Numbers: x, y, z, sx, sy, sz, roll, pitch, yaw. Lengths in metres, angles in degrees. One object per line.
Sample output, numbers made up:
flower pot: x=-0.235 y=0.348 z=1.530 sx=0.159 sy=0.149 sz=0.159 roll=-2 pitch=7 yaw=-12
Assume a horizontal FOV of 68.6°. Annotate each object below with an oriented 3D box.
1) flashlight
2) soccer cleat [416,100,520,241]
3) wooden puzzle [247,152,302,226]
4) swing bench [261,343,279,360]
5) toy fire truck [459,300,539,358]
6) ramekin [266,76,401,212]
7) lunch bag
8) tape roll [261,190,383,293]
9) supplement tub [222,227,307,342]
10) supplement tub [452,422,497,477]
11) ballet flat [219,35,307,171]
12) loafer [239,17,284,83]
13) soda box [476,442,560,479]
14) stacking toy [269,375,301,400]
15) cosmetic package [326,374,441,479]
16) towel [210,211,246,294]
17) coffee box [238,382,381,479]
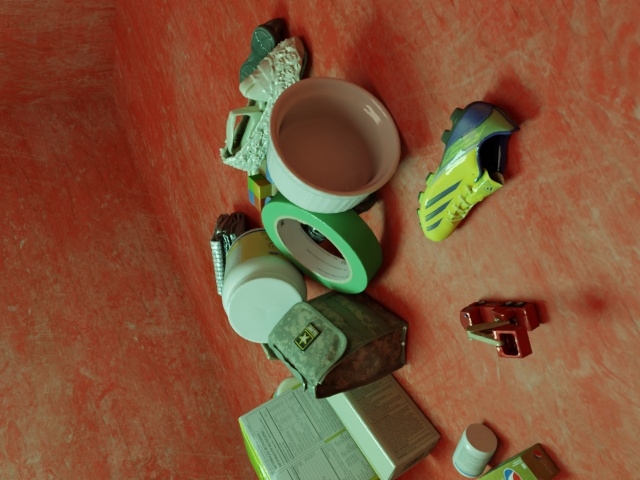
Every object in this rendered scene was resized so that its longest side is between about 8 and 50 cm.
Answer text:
flashlight: x=0.037 y=-0.069 z=1.200 sx=0.103 sy=0.103 sz=0.304 roll=31 pitch=152 yaw=-8
soccer cleat: x=0.253 y=-0.097 z=0.822 sx=0.121 sy=0.093 sz=0.289 roll=41 pitch=140 yaw=32
wooden puzzle: x=-0.155 y=-0.192 z=1.467 sx=0.348 sy=0.080 sz=0.322 roll=39 pitch=137 yaw=44
swing bench: x=-0.175 y=0.265 z=1.672 sx=0.253 sy=0.165 sz=0.254 roll=53 pitch=146 yaw=29
toy fire truck: x=0.305 y=0.151 z=0.824 sx=0.192 sy=0.135 sz=0.047 roll=-10 pitch=97 yaw=60
ramekin: x=0.017 y=-0.191 z=0.994 sx=0.277 sy=0.277 sz=0.135 roll=65 pitch=158 yaw=12
lunch bag: x=0.034 y=0.254 z=1.187 sx=0.235 sy=0.287 sz=0.169 roll=33 pitch=133 yaw=49
tape roll: x=0.000 y=0.000 z=1.171 sx=0.321 sy=0.077 sz=0.321 roll=32 pitch=155 yaw=17
supplement tub: x=-0.166 y=0.124 z=1.392 sx=0.331 sy=0.241 sz=0.241 roll=-110 pitch=14 yaw=-66
supplement tub: x=0.333 y=0.456 z=1.015 sx=0.071 sy=0.071 sz=0.107 roll=44 pitch=141 yaw=39
ballet flat: x=-0.167 y=-0.349 z=1.252 sx=0.147 sy=0.147 sz=0.409 roll=53 pitch=132 yaw=29
loafer: x=-0.156 y=-0.507 z=1.317 sx=0.096 sy=0.084 sz=0.267 roll=38 pitch=152 yaw=-5
soda box: x=0.390 y=0.475 z=0.942 sx=0.061 sy=0.058 sz=0.181 roll=54 pitch=147 yaw=27
stacking toy: x=-0.130 y=0.625 z=1.857 sx=0.141 sy=0.141 sz=0.330 roll=64 pitch=157 yaw=14
cosmetic package: x=0.145 y=0.448 z=1.239 sx=0.309 sy=0.160 sz=0.113 roll=49 pitch=144 yaw=36
towel: x=-0.329 y=0.039 z=1.773 sx=0.283 sy=0.121 sz=0.235 roll=-104 pitch=9 yaw=-68
coffee box: x=-0.009 y=0.641 z=1.382 sx=0.338 sy=0.334 sz=0.337 roll=50 pitch=154 yaw=33
